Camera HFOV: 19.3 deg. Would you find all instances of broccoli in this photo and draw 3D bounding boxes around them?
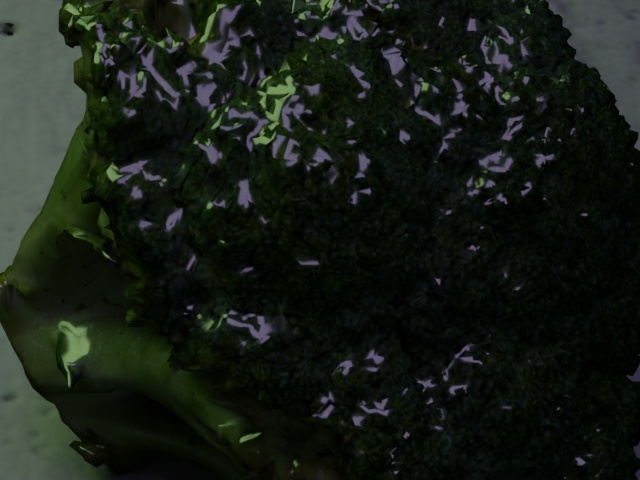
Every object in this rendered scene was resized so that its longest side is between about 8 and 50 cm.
[{"bbox_3d":[0.000,0.000,0.771,0.283,0.321,0.304,-15,20,32],"label":"broccoli"}]
